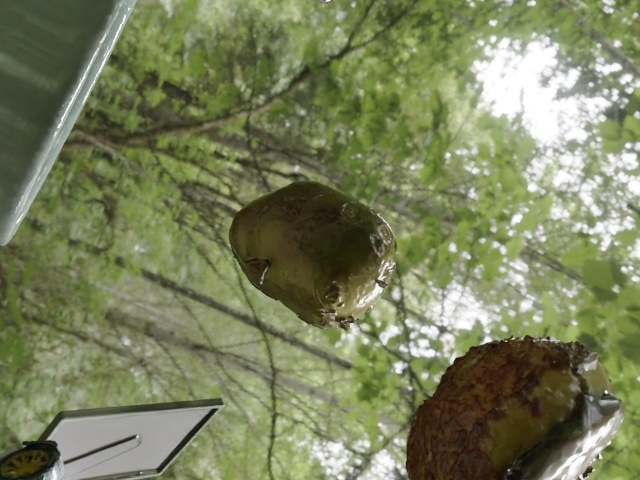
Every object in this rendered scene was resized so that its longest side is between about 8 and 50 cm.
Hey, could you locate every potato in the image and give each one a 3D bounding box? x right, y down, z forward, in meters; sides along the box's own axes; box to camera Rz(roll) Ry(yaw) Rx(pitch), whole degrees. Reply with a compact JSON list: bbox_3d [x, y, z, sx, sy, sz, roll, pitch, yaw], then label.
[{"bbox_3d":[0.000,0.000,1.438,0.246,0.300,0.196,-54,-177,-33],"label":"potato"}]

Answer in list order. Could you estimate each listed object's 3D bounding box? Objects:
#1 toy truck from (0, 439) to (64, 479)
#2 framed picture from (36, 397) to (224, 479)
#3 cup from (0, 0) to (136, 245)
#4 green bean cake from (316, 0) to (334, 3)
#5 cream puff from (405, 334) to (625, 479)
[{"bbox_3d":[-0.136,0.187,0.378,0.227,0.114,0.098,18,-59,49],"label":"toy truck"},{"bbox_3d":[-0.345,0.348,1.365,0.240,0.324,0.020,-49,-124,28],"label":"framed picture"},{"bbox_3d":[-0.218,-0.095,0.348,0.186,0.234,0.258,-25,-137,64],"label":"cup"},{"bbox_3d":[-0.022,-0.475,1.282,0.097,0.198,0.232,-56,179,33],"label":"green bean cake"},{"bbox_3d":[0.183,0.190,0.797,0.240,0.240,0.164,-53,-123,31],"label":"cream puff"}]
